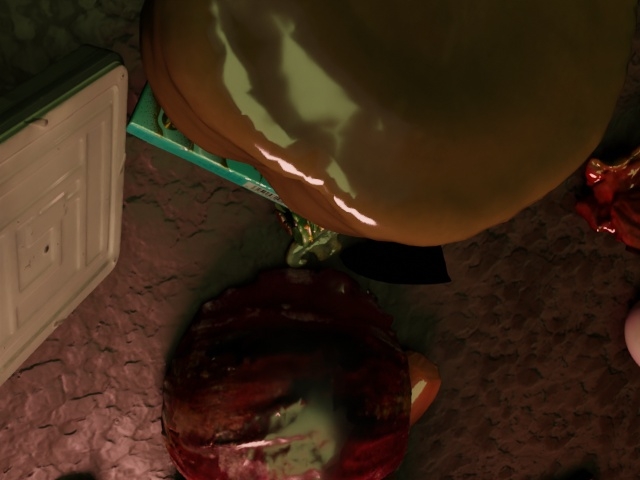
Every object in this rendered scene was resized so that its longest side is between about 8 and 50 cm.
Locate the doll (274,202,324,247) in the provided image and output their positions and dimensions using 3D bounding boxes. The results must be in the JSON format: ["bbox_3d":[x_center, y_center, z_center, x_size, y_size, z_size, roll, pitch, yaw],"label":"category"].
[{"bbox_3d":[-0.001,-0.039,0.886,0.113,0.078,0.076,-24,158,-30],"label":"doll"}]

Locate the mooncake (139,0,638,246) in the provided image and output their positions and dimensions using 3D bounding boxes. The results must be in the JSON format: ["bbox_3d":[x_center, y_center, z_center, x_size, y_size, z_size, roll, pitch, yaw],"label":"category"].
[{"bbox_3d":[0.053,-0.230,0.687,0.467,0.262,0.466,-2,95,-26],"label":"mooncake"}]

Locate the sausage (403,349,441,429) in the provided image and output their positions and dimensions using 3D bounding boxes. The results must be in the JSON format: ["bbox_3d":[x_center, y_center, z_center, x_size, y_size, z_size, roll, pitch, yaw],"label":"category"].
[{"bbox_3d":[0.087,0.233,0.986,0.077,0.077,0.194,28,98,-23],"label":"sausage"}]

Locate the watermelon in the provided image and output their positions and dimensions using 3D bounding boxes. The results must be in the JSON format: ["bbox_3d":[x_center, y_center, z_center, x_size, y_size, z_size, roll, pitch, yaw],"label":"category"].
[{"bbox_3d":[0.121,-0.009,0.912,0.121,0.098,0.158,26,94,-23],"label":"watermelon"}]

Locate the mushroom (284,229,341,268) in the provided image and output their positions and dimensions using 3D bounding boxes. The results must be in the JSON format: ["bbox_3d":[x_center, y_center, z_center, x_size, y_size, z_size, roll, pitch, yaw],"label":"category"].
[{"bbox_3d":[0.000,0.000,0.915,0.101,0.019,0.049,-34,114,-4],"label":"mushroom"}]

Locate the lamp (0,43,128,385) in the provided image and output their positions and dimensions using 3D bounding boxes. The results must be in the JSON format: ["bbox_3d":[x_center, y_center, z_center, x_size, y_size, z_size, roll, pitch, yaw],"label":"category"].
[{"bbox_3d":[-0.261,-0.012,0.673,0.047,0.266,0.269,21,128,9],"label":"lamp"}]

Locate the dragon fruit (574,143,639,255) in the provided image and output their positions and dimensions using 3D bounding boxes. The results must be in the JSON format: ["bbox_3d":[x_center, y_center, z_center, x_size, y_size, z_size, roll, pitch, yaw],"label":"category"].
[{"bbox_3d":[0.522,-0.081,0.927,0.329,0.286,0.227,7,109,-10],"label":"dragon fruit"}]

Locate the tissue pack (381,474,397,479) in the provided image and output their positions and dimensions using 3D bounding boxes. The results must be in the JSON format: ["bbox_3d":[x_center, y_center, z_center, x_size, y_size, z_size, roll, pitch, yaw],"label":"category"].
[{"bbox_3d":[0.052,0.475,0.987,0.145,0.194,0.274,-5,108,-15],"label":"tissue pack"}]

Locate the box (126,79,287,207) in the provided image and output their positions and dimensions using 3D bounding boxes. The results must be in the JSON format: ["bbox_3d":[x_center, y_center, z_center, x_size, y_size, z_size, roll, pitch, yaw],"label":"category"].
[{"bbox_3d":[-0.072,-0.140,0.801,0.226,0.042,0.160,25,74,-19],"label":"box"}]

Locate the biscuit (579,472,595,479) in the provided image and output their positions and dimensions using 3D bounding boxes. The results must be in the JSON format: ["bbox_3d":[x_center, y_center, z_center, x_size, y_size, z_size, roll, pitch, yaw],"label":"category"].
[{"bbox_3d":[0.326,0.457,1.136,0.236,0.063,0.151,-13,99,-8],"label":"biscuit"}]

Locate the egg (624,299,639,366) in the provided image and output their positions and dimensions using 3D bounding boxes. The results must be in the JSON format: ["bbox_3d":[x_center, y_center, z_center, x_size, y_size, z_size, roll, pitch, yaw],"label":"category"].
[{"bbox_3d":[0.489,0.138,1.061,0.103,0.103,0.135,-29,114,-6],"label":"egg"}]

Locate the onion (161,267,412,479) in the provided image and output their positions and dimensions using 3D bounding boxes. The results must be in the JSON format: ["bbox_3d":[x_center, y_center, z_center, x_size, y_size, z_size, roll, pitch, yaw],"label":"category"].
[{"bbox_3d":[-0.043,0.179,0.870,0.315,0.146,0.279,-2,100,-1],"label":"onion"}]
